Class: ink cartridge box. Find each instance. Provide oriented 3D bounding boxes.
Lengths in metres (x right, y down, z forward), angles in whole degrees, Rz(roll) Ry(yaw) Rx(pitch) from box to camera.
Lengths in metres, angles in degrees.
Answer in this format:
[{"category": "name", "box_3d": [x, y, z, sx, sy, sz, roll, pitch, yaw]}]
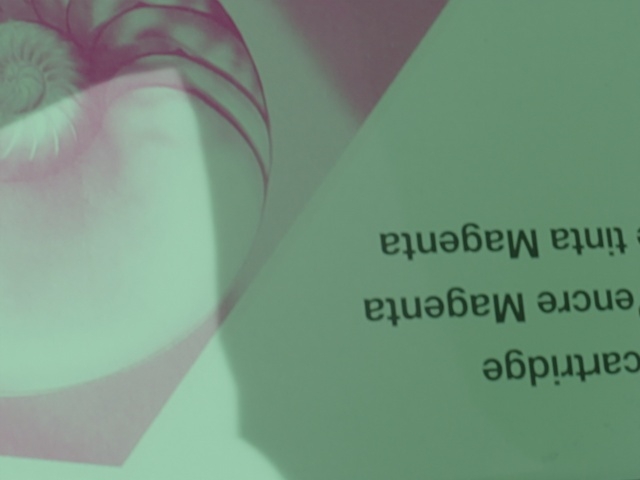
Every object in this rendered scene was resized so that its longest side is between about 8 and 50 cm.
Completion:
[{"category": "ink cartridge box", "box_3d": [0.000, 0.000, 0.460, 0.324, 0.071, 0.330, -3, 75, -19]}]
